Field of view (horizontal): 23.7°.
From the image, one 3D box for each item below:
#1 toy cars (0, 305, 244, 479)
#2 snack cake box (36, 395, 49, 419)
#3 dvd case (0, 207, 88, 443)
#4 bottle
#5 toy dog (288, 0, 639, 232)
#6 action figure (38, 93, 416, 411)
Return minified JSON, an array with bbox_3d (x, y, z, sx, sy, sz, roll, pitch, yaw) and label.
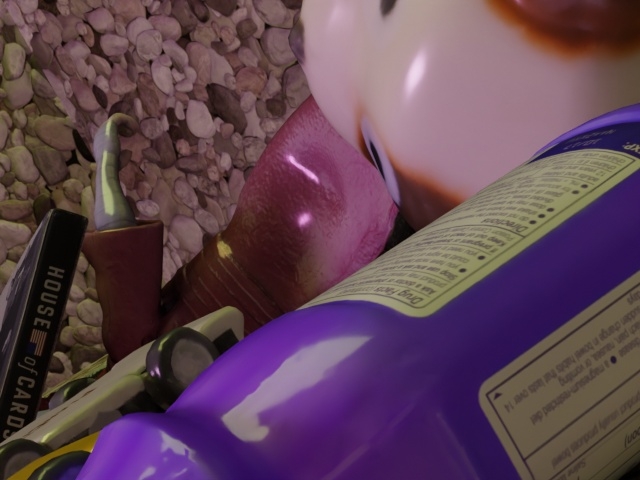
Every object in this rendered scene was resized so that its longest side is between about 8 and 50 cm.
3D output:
[{"bbox_3d":[-0.105,0.122,0.546,0.176,0.087,0.394,-30,4,7],"label":"toy cars"},{"bbox_3d":[-0.321,0.219,1.182,0.264,0.089,0.152,-30,1,-18],"label":"snack cake box"},{"bbox_3d":[-0.204,0.100,0.972,0.238,0.029,0.179,136,148,-63],"label":"dvd case"},{"bbox_3d":[0.022,0.055,0.430,0.283,0.092,0.118,-32,3,-31],"label":"bottle"},{"bbox_3d":[0.157,-0.127,0.769,0.408,0.395,0.285,-38,-28,-43],"label":"toy dog"},{"bbox_3d":[-0.031,0.045,1.013,0.370,0.248,0.276,-42,43,9],"label":"action figure"}]
